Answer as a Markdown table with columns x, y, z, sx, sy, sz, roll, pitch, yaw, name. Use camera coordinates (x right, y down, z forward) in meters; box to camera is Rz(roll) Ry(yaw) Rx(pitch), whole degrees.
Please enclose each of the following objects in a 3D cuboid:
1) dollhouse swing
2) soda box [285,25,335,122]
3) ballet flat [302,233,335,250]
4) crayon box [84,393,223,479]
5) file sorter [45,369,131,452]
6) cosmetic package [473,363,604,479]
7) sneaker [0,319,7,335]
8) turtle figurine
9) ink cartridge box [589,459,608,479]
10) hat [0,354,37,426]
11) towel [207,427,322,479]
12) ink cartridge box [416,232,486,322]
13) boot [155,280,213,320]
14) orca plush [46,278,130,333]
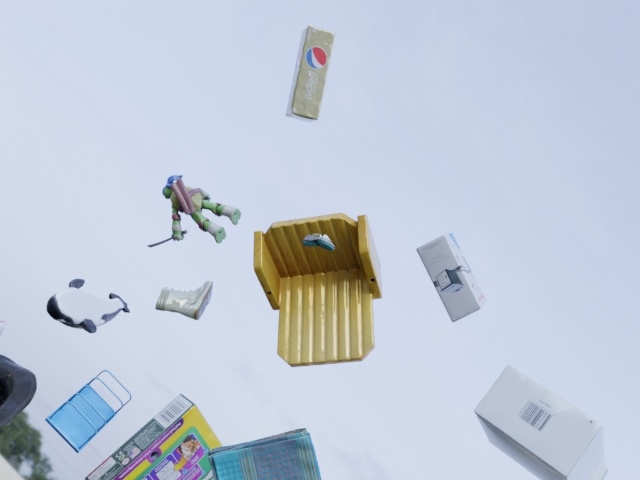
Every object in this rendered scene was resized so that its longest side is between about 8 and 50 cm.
| x | y | z | sx | sy | sz | roll | pitch | yaw | name |
| --- | --- | --- | --- | --- | --- | --- | --- | --- | --- |
| -0.012 | 0.148 | 1.887 | 0.346 | 0.305 | 0.315 | -7 | -46 | 14 | dollhouse swing |
| -0.022 | -0.339 | 1.340 | 0.061 | 0.182 | 0.058 | 11 | 1 | -17 | soda box |
| 0.000 | 0.000 | 1.808 | 0.114 | 0.041 | 0.041 | 9 | -47 | 41 | ballet flat |
| -0.474 | 0.711 | 1.998 | 0.106 | 0.363 | 0.313 | 17 | -41 | 47 | crayon box |
| -0.590 | 0.431 | 1.680 | 0.118 | 0.170 | 0.104 | 47 | -65 | -3 | file sorter |
| 0.477 | 0.420 | 1.414 | 0.224 | 0.138 | 0.225 | 32 | -14 | 38 | cosmetic package |
| -0.613 | 0.179 | 1.116 | 0.095 | 0.105 | 0.236 | 14 | -12 | -37 | sneaker |
| -0.412 | -0.076 | 2.207 | 0.266 | 0.197 | 0.275 | 25 | -64 | 20 | turtle figurine |
| 0.683 | 0.607 | 1.737 | 0.056 | 0.171 | 0.235 | 14 | -37 | 47 | ink cartridge box |
| -0.890 | 0.430 | 1.665 | 0.331 | 0.331 | 0.134 | 23 | -62 | 35 | hat |
| -0.117 | 0.688 | 1.666 | 0.040 | 0.271 | 0.371 | 105 | -28 | -87 | towel |
| 0.313 | 0.084 | 1.551 | 0.082 | 0.139 | 0.191 | -29 | -97 | 18 | ink cartridge box |
| -0.476 | 0.195 | 2.302 | 0.164 | 0.213 | 0.077 | 11 | -62 | 5 | boot |
| -0.643 | 0.183 | 1.748 | 0.102 | 0.287 | 0.151 | -26 | -88 | 15 | orca plush |
